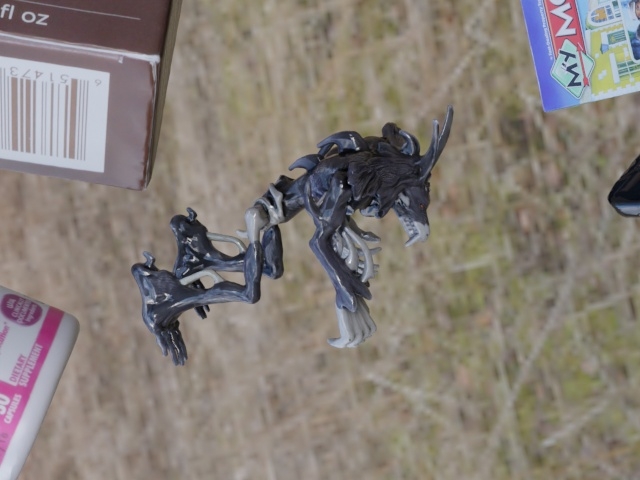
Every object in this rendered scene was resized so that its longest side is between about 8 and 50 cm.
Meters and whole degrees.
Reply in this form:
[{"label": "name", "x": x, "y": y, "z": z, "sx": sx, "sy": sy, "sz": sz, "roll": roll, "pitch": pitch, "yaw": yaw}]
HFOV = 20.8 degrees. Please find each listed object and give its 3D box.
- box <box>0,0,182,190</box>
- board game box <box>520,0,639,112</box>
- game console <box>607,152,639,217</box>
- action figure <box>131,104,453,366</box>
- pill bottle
[{"label": "box", "x": -0.172, "y": -0.230, "z": 1.137, "sx": 0.143, "sy": 0.191, "sz": 0.381, "roll": 104, "pitch": 173, "yaw": -53}, {"label": "board game box", "x": 0.238, "y": -0.279, "z": 1.435, "sx": 0.213, "sy": 0.046, "sz": 0.317, "roll": -10, "pitch": 93, "yaw": 53}, {"label": "game console", "x": 0.140, "y": -0.073, "z": 0.563, "sx": 0.071, "sy": 0.122, "sz": 0.107, "roll": 48, "pitch": 161, "yaw": -18}, {"label": "action figure", "x": 0.000, "y": 0.000, "z": 1.346, "sx": 0.141, "sy": 0.275, "sz": 0.164, "roll": 59, "pitch": -156, "yaw": -14}, {"label": "pill bottle", "x": -0.358, "y": 0.085, "z": 1.449, "sx": 0.160, "sy": 0.283, "sz": 0.160, "roll": -157, "pitch": 90, "yaw": -82}]
